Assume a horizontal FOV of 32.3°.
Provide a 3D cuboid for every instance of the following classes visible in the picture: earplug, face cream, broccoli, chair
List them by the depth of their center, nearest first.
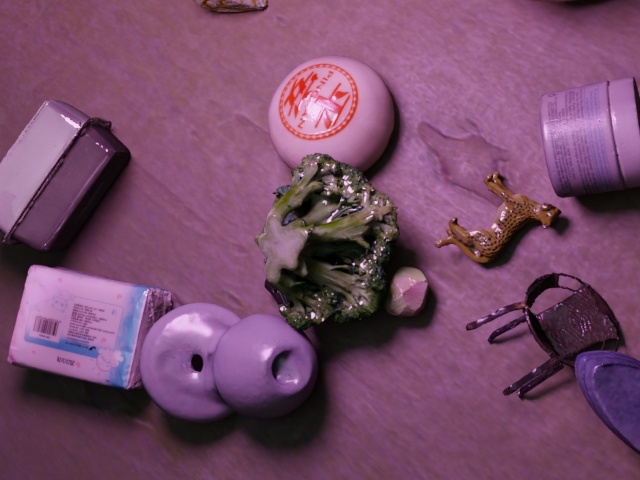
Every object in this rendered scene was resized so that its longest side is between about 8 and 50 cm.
[{"bbox_3d":[0.365,0.151,1.767,0.213,0.149,0.174,-31,70,8],"label":"chair"},{"bbox_3d":[0.441,-0.164,1.777,0.153,0.177,0.177,-8,77,21],"label":"face cream"},{"bbox_3d":[0.000,0.000,1.868,0.265,0.245,0.294,-6,99,35],"label":"broccoli"},{"bbox_3d":[-0.158,0.216,1.924,0.325,0.175,0.214,0,86,20],"label":"earplug"}]

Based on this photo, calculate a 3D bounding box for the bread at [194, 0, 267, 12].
[{"bbox_3d":[-0.188,-0.483,2.117,0.110,0.156,0.103,-20,63,49],"label":"bread"}]

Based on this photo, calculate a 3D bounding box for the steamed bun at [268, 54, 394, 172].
[{"bbox_3d":[0.011,-0.223,1.962,0.232,0.145,0.232,-4,79,20],"label":"steamed bun"}]

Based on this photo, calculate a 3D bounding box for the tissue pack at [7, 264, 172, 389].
[{"bbox_3d":[-0.427,0.162,2.061,0.271,0.124,0.201,10,83,20],"label":"tissue pack"}]

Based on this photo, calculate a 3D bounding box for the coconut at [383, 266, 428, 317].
[{"bbox_3d":[0.145,0.093,1.892,0.082,0.081,0.083,-21,55,-22],"label":"coconut"}]

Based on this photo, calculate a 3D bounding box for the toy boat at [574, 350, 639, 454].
[{"bbox_3d":[0.506,0.265,1.679,0.283,0.078,0.127,38,97,-2],"label":"toy boat"}]

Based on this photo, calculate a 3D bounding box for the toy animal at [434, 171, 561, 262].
[{"bbox_3d":[0.296,-0.021,1.862,0.136,0.073,0.181,41,92,15],"label":"toy animal"}]

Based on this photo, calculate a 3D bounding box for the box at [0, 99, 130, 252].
[{"bbox_3d":[-0.502,-0.117,2.092,0.166,0.220,0.290,35,93,0],"label":"box"}]

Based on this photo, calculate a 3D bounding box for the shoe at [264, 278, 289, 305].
[{"bbox_3d":[-0.076,0.065,1.989,0.053,0.062,0.159,-31,74,37],"label":"shoe"}]
